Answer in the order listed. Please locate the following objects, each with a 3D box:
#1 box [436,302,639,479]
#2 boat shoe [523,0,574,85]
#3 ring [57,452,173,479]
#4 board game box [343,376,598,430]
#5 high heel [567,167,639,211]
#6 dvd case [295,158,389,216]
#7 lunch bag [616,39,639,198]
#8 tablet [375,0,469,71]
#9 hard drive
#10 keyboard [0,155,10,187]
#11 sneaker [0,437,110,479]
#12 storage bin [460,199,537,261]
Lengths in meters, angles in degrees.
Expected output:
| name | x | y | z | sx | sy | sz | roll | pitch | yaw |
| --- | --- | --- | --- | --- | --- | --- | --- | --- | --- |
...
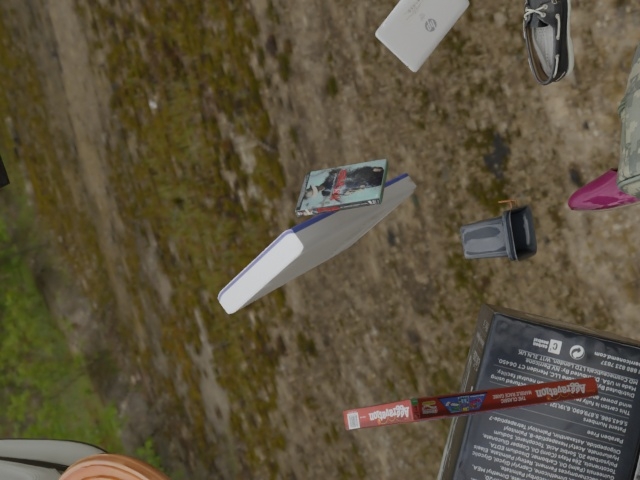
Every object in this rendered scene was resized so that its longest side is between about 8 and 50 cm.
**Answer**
| name | x | y | z | sx | sy | sz | roll | pitch | yaw |
| --- | --- | --- | --- | --- | --- | --- | --- | --- | --- |
| box | 0.386 | 0.378 | 1.666 | 0.480 | 0.297 | 0.472 | 18 | -96 | -82 |
| boat shoe | 0.222 | -0.217 | 0.911 | 0.046 | 0.038 | 0.125 | 16 | 129 | 46 |
| ring | -0.072 | 0.274 | 0.468 | 0.336 | 0.032 | 0.337 | 14 | 108 | 50 |
| board game box | 0.184 | 0.198 | 1.109 | 0.145 | 0.281 | 0.027 | -26 | 69 | 58 |
| high heel | 0.567 | -0.170 | 1.506 | 0.377 | 0.127 | 0.181 | -20 | 90 | 31 |
| dvd case | 0.030 | -0.071 | 1.232 | 0.087 | 0.119 | 0.013 | -75 | -31 | -46 |
| lunch bag | 0.448 | -0.174 | 0.867 | 0.305 | 0.212 | 0.256 | 150 | 129 | -65 |
| tablet | 0.093 | -0.201 | 0.827 | 0.054 | 0.083 | 0.006 | 39 | 179 | -21 |
| hard drive | 0.000 | 0.000 | 1.465 | 0.040 | 0.318 | 0.210 | 54 | 131 | 7 |
| keyboard | -0.423 | -0.007 | 0.849 | 0.033 | 0.317 | 0.202 | 10 | 121 | 34 |
| sneaker | -0.424 | 0.281 | 0.862 | 0.257 | 0.447 | 0.169 | -73 | -18 | -81 |
| storage bin | 0.286 | -0.013 | 1.481 | 0.091 | 0.135 | 0.098 | -8 | 92 | 27 |
